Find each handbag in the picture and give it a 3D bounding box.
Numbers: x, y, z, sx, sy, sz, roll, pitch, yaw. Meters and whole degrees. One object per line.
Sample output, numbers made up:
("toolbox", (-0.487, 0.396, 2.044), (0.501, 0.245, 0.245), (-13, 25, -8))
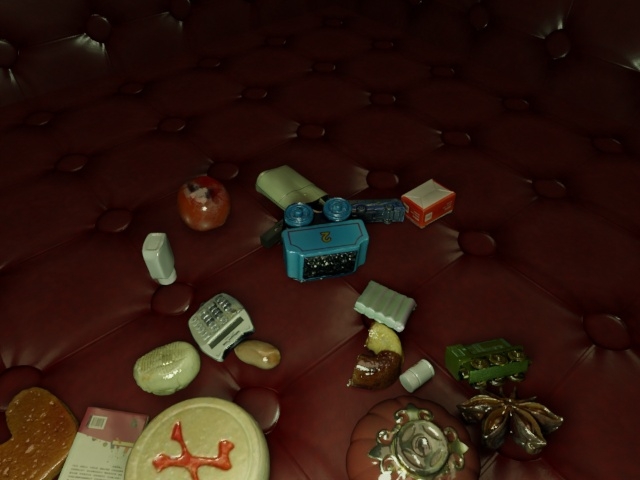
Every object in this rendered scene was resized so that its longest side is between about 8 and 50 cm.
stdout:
("handbag", (-0.093, -0.173, 1.815), (0.315, 0.109, 0.241), (39, 41, 21))

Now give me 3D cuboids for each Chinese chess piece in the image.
("Chinese chess piece", (-0.289, 0.549, 1.085), (0.337, 0.141, 0.338), (0, 46, 0))

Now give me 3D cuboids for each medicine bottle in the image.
("medicine bottle", (-0.537, 0.067, 1.524), (0.069, 0.183, 0.119), (-2, 46, 0))
("medicine bottle", (0.277, 0.386, 1.297), (0.089, 0.057, 0.057), (-28, 52, -24))

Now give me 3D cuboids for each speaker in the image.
("speaker", (-0.149, -0.045, 1.727), (0.040, 0.046, 0.191), (32, 54, 26))

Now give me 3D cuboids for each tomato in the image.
("tomato", (-0.445, -0.146, 1.730), (0.207, 0.185, 0.208), (-1, 45, 1))

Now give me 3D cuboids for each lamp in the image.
("lamp", (0.209, 0.511, 1.037), (0.302, 0.257, 0.303), (0, 47, 0))

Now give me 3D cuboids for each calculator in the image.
("calculator", (-0.311, 0.256, 1.390), (0.177, 0.040, 0.268), (-41, 43, -14))

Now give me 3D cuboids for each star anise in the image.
("star anise", (0.492, 0.474, 1.179), (0.214, 0.099, 0.220), (-24, 30, -26))

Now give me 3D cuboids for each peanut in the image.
("peanut", (-0.186, 0.333, 1.341), (0.152, 0.076, 0.076), (12, 47, 19))

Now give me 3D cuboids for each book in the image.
("book", (-0.548, 0.546, 1.145), (0.162, 0.022, 0.232), (12, 46, -9))

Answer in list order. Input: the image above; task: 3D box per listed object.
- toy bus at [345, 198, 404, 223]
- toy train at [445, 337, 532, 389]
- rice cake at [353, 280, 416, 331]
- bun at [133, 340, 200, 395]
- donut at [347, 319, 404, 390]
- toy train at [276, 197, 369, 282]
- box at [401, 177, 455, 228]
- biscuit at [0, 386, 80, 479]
("toy bus", (0.206, -0.120, 1.774), (0.236, 0.079, 0.094), (-2, 44, -2))
("toy train", (0.481, 0.347, 1.299), (0.225, 0.090, 0.137), (-7, 20, -13))
("rice cake", (0.208, 0.202, 1.439), (0.189, 0.037, 0.198), (24, 23, 22))
("bun", (-0.434, 0.368, 1.292), (0.188, 0.111, 0.164), (-20, 32, -14))
("donut", (0.176, 0.333, 1.331), (0.141, 0.085, 0.217), (13, 45, 13))
("toy train", (0.000, 0.000, 1.592), (0.300, 0.188, 0.265), (-9, 51, -10))
("box", (0.423, -0.147, 1.788), (0.182, 0.099, 0.133), (-29, 50, -23))
("biscuit", (-0.772, 0.534, 1.161), (0.262, 0.052, 0.277), (27, 49, 23))
